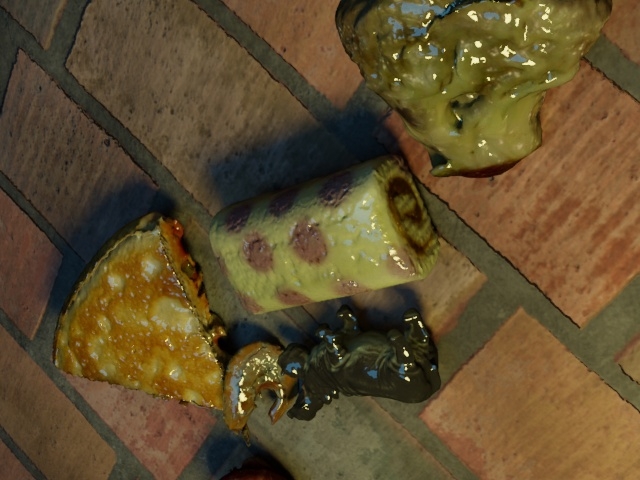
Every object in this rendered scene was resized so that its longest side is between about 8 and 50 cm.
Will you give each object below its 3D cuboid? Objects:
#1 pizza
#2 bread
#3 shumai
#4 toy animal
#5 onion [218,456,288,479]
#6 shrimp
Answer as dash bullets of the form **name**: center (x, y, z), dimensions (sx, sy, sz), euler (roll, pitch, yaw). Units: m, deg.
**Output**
- **pizza**: center (-0.281, 0.183, 1.660), dimensions (0.406, 0.130, 0.440), euler (41, 123, -1)
- **bread**: center (0.000, 0.000, 1.345), dimensions (0.338, 0.155, 0.187), euler (-14, 106, 38)
- **shumai**: center (0.172, -0.195, 1.096), dimensions (0.345, 0.217, 0.283), euler (10, 115, 29)
- **toy animal**: center (0.044, 0.194, 1.436), dimensions (0.343, 0.106, 0.168), euler (-20, 105, 46)
- **onion**: center (-0.123, 0.468, 1.657), dimensions (0.184, 0.184, 0.147), euler (-34, 46, 40)
- **shrimp**: center (-0.106, 0.267, 1.562), dimensions (0.132, 0.052, 0.188), euler (13, 100, -5)
